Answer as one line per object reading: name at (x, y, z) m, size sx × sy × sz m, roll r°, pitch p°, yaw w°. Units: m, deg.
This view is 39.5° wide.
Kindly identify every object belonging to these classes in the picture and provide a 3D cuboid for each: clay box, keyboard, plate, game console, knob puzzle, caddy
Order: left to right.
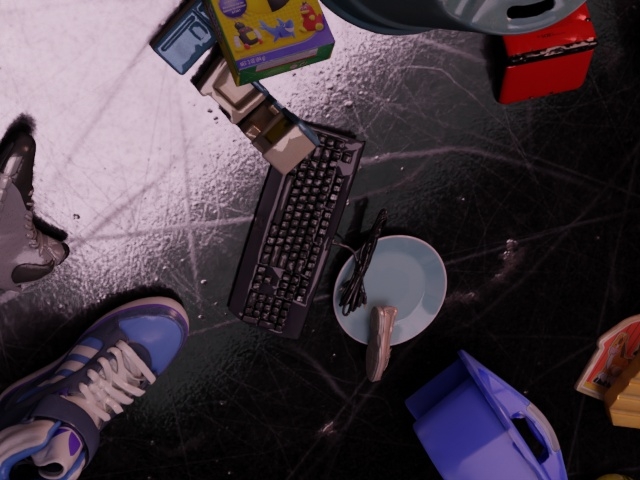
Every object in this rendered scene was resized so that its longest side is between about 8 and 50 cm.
clay box at (-0.082, -0.312, 1.097) m, size 0.127 × 0.053 × 0.222 m, roll -20°, pitch 79°, yaw -14°
keyboard at (0.000, 0.000, 1.305) m, size 0.201 × 0.033 × 0.317 m, roll 15°, pitch 106°, yaw -12°
plate at (0.106, 0.076, 1.388) m, size 0.188 × 0.024 × 0.188 m, roll -6°, pitch 112°, yaw -16°
caddy at (0.284, 0.334, 1.408) m, size 0.179 × 0.241 × 0.341 m, roll -33°, pitch 99°, yaw 5°
game console at (0.326, -0.284, 1.323) m, size 0.144 × 0.085 × 0.124 m, roll -14°, pitch 83°, yaw -13°
knob puzzle at (0.567, 0.212, 1.582) m, size 0.213 × 0.030 × 0.213 m, roll -6°, pitch 112°, yaw -15°

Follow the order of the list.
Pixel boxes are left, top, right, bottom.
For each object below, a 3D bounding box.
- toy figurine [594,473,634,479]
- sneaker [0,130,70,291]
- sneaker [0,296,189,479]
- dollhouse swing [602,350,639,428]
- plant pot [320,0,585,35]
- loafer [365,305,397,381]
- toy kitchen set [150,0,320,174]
toy figurine at (0.397, 0.490, 1.556) m, size 0.362 × 0.191 × 0.217 m, roll -35°, pitch 112°, yaw -3°
sneaker at (-0.383, -0.029, 1.169) m, size 0.132 × 0.086 × 0.228 m, roll 19°, pitch 114°, yaw -28°
sneaker at (-0.304, 0.225, 1.197) m, size 0.323 × 0.236 × 0.130 m, roll -32°, pitch 116°, yaw -3°
dollhouse swing at (0.717, 0.293, 1.480) m, size 0.305 × 0.315 × 0.347 m, roll 2°, pitch 130°, yaw -36°
plant pot at (0.161, -0.390, 1.053) m, size 0.341 × 0.334 × 0.341 m, roll -6°, pitch 113°, yaw -14°
loafer at (0.097, 0.161, 1.381) m, size 0.039 × 0.045 × 0.125 m, roll -4°, pitch 110°, yaw -22°
toy kitchen set at (-0.092, -0.210, 1.135) m, size 0.122 × 0.166 × 0.207 m, roll -47°, pitch 117°, yaw 4°
